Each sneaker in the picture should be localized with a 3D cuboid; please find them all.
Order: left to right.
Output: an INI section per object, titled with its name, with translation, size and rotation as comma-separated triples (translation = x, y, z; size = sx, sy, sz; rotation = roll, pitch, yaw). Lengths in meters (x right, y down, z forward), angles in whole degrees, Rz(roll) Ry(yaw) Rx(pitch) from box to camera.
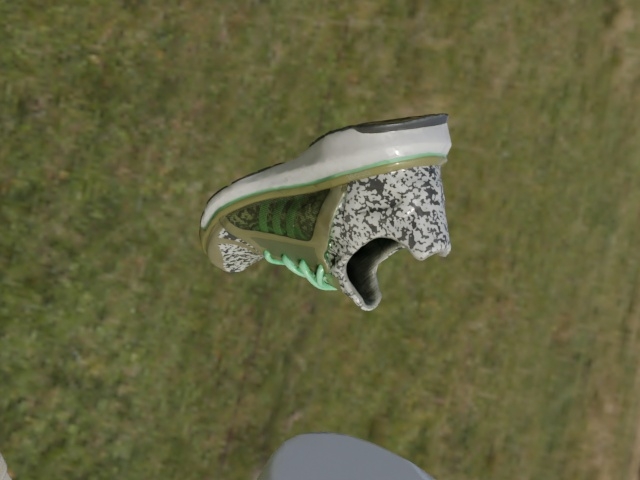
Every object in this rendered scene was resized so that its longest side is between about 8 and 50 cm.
[sneaker]
translation = 0.000, 0.000, 1.450
size = 0.158, 0.410, 0.182
rotation = -5, 77, -37

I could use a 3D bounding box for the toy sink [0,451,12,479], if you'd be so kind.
[toy sink]
translation = -0.270, 0.214, 0.820
size = 0.234, 0.131, 0.153
rotation = 74, 27, -43

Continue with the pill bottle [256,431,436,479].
[pill bottle]
translation = -0.040, 0.323, 0.897
size = 0.361, 0.204, 0.204
rotation = -61, 168, 21
